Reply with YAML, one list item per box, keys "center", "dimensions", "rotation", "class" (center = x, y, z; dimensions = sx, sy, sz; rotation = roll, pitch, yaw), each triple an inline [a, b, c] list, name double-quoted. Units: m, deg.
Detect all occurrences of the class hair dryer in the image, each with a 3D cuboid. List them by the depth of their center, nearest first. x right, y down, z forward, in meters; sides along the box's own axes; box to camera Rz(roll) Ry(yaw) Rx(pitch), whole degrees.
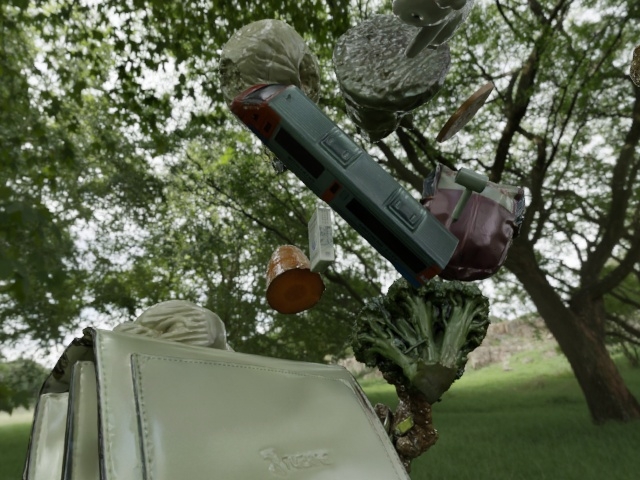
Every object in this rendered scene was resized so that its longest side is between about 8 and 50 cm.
- center: [0.302, -0.090, 0.894]
  dimensions: [0.063, 0.125, 0.038]
  rotation: [25, 20, 9]
  class: "hair dryer"

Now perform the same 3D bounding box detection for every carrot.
- center: [-0.082, 0.080, 1.167]
  dimensions: [0.158, 0.225, 0.159]
  rotation: [-6, -58, -9]
  class: "carrot"

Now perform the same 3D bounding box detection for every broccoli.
- center: [0.229, 0.221, 0.950]
  dimensions: [0.303, 0.322, 0.283]
  rotation: [19, 20, -1]
  class: "broccoli"

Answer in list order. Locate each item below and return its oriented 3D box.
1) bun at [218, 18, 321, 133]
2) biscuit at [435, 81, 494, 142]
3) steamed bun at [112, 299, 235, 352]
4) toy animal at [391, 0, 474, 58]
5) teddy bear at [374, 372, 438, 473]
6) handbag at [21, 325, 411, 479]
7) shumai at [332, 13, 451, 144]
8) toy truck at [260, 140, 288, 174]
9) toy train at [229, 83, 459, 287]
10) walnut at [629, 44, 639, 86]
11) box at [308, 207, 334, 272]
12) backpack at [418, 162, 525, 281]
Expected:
- center: [-0.079, -0.300, 0.795]
  dimensions: [0.134, 0.221, 0.220]
  rotation: [7, -10, 42]
  class: "bun"
- center: [0.433, -0.383, 1.258]
  dimensions: [0.221, 0.029, 0.142]
  rotation: [-49, -17, 19]
  class: "biscuit"
- center: [-0.346, 0.334, 0.981]
  dimensions: [0.339, 0.352, 0.247]
  rotation: [-29, -30, -7]
  class: "steamed bun"
- center: [0.155, -0.369, 0.622]
  dimensions: [0.138, 0.141, 0.282]
  rotation: [-25, 11, 34]
  class: "toy animal"
- center: [0.202, 0.513, 1.169]
  dimensions: [0.222, 0.297, 0.246]
  rotation: [-23, 10, -13]
  class: "teddy bear"
- center: [-0.081, 0.228, 0.431]
  dimensions: [0.160, 0.237, 0.358]
  rotation: [-44, -43, 22]
  class: "handbag"
- center: [0.203, -0.460, 1.279]
  dimensions: [0.323, 0.398, 0.324]
  rotation: [-6, -32, 2]
  class: "shumai"
- center: [-0.130, -0.337, 1.234]
  dimensions: [0.124, 0.157, 0.272]
  rotation: [-31, -28, -13]
  class: "toy truck"
- center: [0.037, -0.103, 0.642]
  dimensions: [0.409, 0.086, 0.089]
  rotation: [44, -40, -1]
  class: "toy train"
- center: [0.414, -0.207, 0.410]
  dimensions: [0.142, 0.069, 0.170]
  rotation: [36, -60, 0]
  class: "walnut"
- center: [0.000, 0.000, 0.622]
  dimensions: [0.023, 0.083, 0.054]
  rotation: [5, -24, -18]
  class: "box"
- center: [0.394, -0.030, 1.140]
  dimensions: [0.283, 0.318, 0.197]
  rotation: [16, -26, 13]
  class: "backpack"
